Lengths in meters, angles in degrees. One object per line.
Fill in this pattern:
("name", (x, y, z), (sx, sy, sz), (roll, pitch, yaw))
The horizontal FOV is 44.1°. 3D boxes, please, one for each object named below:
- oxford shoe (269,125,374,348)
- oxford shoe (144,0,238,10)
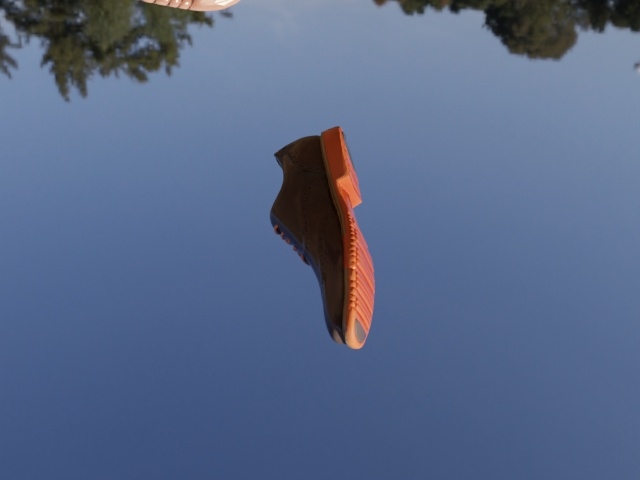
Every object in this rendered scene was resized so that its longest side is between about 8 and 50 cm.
("oxford shoe", (0.000, 0.000, 0.875), (0.098, 0.097, 0.271), (-13, -125, 10))
("oxford shoe", (-0.228, -0.304, 0.603), (0.397, 0.140, 0.146), (25, -168, -22))
